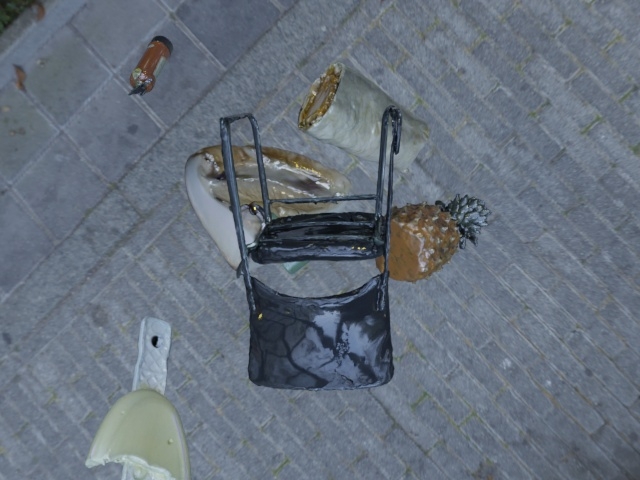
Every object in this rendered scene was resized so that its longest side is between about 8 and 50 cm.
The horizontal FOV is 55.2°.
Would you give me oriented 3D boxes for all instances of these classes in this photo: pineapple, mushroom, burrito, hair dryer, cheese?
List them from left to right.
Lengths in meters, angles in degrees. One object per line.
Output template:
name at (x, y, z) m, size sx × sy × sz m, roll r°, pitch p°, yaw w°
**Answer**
cheese at (-0.207, 0.202, 0.742) m, size 0.049 × 0.127 × 0.235 m, roll -35°, pitch 43°, yaw 39°
mushroom at (-0.125, -0.123, 1.629) m, size 0.314 × 0.397 × 0.224 m, roll 48°, pitch 137°, yaw 23°
hair dryer at (-0.057, -0.014, 0.927) m, size 0.071 × 0.150 × 0.047 m, roll -39°, pitch 42°, yaw 3°
burrito at (0.076, -0.216, 1.090) m, size 0.105 × 0.299 × 0.143 m, roll -17°, pitch 69°, yaw 38°
pineapple at (0.229, -0.026, 1.213) m, size 0.157 × 0.278 × 0.158 m, roll 27°, pitch 130°, yaw 37°

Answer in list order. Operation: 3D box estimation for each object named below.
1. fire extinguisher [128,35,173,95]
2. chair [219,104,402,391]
fire extinguisher at (-0.329, -0.332, 1.183) m, size 0.062 × 0.177 × 0.050 m, roll -21°, pitch 130°, yaw 28°
chair at (0.000, 0.000, 0.530) m, size 0.140 × 0.145 × 0.221 m, roll -2°, pitch 103°, yaw 5°
